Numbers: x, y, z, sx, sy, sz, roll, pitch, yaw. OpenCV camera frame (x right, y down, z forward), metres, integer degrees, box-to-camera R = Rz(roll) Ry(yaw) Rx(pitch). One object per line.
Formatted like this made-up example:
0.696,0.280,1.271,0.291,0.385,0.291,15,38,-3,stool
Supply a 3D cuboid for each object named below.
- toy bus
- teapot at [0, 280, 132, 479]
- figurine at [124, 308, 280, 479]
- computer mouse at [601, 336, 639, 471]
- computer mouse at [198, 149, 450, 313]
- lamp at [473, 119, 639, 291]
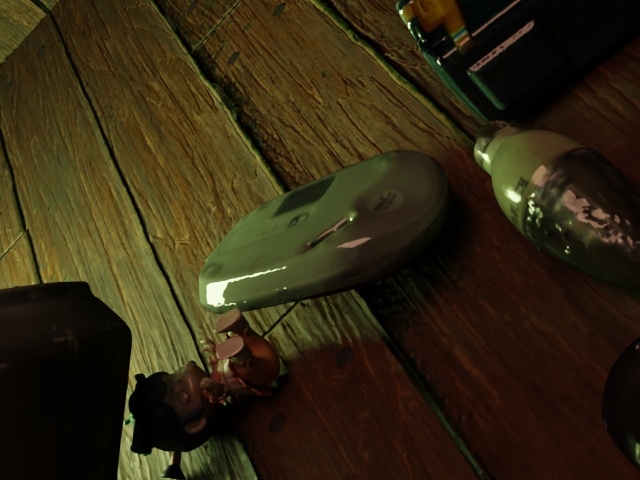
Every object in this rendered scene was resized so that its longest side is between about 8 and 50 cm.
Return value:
0.229,-0.254,1.148,0.275,0.138,0.167,-35,39,18,toy bus
-0.329,0.240,1.156,0.376,0.306,0.361,155,106,-78,teapot
-0.128,0.167,1.203,0.195,0.102,0.111,-32,36,20,figurine
0.274,0.127,0.806,0.122,0.073,0.217,-47,36,5,computer mouse
0.003,0.005,1.200,0.331,0.095,0.197,-16,27,47,computer mouse
0.222,-0.035,0.995,0.101,0.101,0.250,-49,47,3,lamp
